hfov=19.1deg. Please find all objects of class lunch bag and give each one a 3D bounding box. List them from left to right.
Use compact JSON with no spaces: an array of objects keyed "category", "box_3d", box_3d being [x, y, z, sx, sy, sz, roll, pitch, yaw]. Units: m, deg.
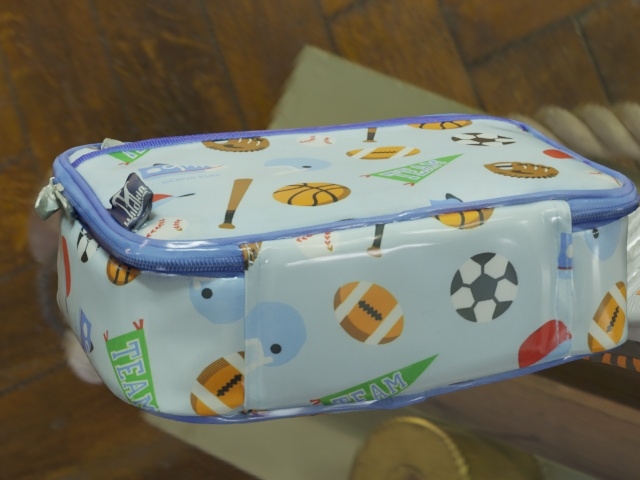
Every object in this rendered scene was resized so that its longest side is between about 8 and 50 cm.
[{"category":"lunch bag","box_3d":[0.000,0.000,1.024,0.303,0.243,0.115,-5,109,-17]}]

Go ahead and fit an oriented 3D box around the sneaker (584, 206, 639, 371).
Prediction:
[{"category":"sneaker","box_3d":[0.244,0.080,1.211,0.124,0.321,0.180,-44,98,-4]}]
